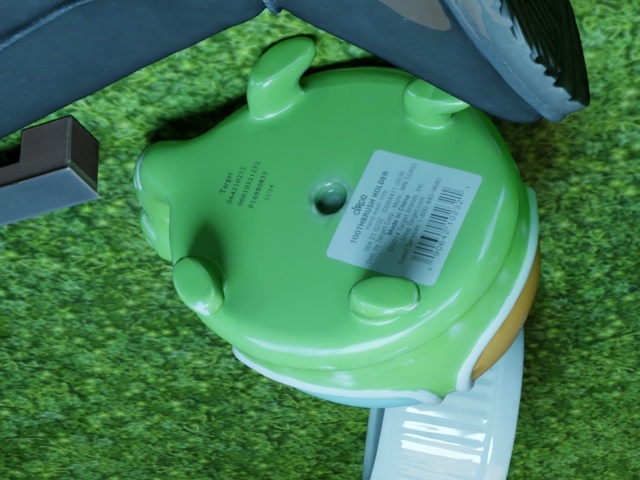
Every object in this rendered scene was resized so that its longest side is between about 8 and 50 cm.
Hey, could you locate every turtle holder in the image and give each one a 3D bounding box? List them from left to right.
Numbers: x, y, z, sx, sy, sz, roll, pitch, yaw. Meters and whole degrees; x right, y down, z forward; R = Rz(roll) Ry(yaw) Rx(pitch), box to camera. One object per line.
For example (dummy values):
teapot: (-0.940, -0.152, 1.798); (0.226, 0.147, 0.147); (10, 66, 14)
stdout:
turtle holder: (0.006, 0.015, 1.398); (0.320, 0.243, 0.227); (-14, 148, 17)

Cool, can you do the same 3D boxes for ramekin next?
ramekin: (0.103, 0.147, 1.671); (0.109, 0.207, 0.207); (10, 148, -3)

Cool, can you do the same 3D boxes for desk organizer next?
desk organizer: (-0.233, -0.048, 1.464); (0.130, 0.050, 0.047); (-15, 147, 20)

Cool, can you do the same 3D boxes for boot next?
boot: (-0.101, -0.132, 1.231); (0.445, 0.146, 0.367); (-24, 133, 25)
